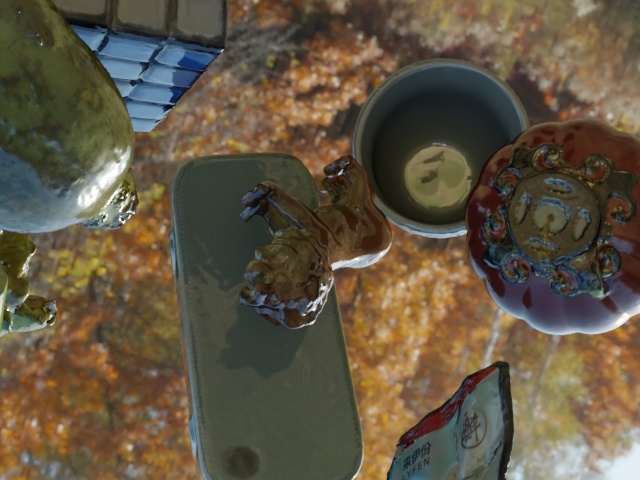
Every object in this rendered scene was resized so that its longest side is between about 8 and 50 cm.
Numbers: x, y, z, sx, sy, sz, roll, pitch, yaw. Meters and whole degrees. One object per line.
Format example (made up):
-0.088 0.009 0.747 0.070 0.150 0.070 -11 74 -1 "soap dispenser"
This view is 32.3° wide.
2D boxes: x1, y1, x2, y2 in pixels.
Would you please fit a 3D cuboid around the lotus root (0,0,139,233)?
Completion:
-0.243 -0.109 0.832 0.309 0.173 0.173 47 172 -34 "lotus root"

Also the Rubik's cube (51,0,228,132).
-0.264 -0.292 1.105 0.293 0.292 0.287 3 167 -23 "Rubik's cube"

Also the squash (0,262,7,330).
-0.456 0.078 1.329 0.170 0.123 0.170 24 -150 -15 "squash"

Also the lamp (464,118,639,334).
0.263 -0.013 1.151 0.226 0.227 0.227 19 -171 -3 "lamp"

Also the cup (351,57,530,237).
0.203 -0.103 1.509 0.301 0.228 0.257 12 177 8 "cup"

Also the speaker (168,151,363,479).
-0.080 0.116 1.302 0.183 0.406 0.184 -5 157 -13 "speaker"

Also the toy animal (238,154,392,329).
0.000 0.000 1.226 0.312 0.097 0.158 -21 -98 -52 "toy animal"

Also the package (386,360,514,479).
0.086 0.211 0.797 0.040 0.166 0.232 23 -134 -20 "package"

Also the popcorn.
-0.586 0.048 1.765 0.290 0.321 0.326 -15 -132 -17 "popcorn"
